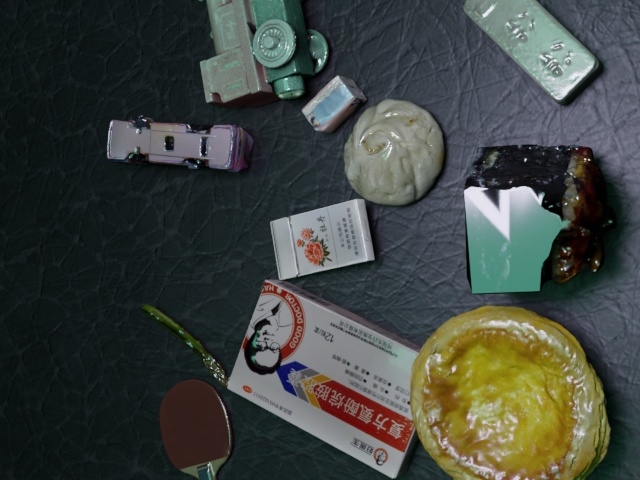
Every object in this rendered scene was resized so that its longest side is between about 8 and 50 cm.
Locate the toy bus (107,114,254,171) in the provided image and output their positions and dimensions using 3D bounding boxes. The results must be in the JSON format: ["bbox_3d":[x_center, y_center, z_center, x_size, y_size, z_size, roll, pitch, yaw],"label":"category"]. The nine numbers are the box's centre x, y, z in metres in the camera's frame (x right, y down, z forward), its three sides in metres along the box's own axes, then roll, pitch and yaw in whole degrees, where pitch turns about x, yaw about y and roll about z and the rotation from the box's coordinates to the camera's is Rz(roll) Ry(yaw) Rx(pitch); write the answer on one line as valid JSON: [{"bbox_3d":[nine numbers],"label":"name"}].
[{"bbox_3d":[-0.257,-0.176,1.768,0.274,0.112,0.090,7,91,26],"label":"toy bus"}]

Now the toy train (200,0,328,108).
[{"bbox_3d":[-0.116,-0.386,1.694,0.221,0.150,0.304,-12,85,31],"label":"toy train"}]

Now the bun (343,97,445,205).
[{"bbox_3d":[0.117,-0.147,1.595,0.183,0.102,0.183,0,91,24],"label":"bun"}]

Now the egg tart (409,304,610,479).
[{"bbox_3d":[0.297,0.251,1.485,0.319,0.128,0.319,0,90,26],"label":"egg tart"}]

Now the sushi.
[{"bbox_3d":[0.328,-0.042,1.425,0.212,0.227,0.215,-5,92,19],"label":"sushi"}]

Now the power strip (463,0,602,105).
[{"bbox_3d":[0.320,-0.343,1.531,0.093,0.053,0.288,-47,72,18],"label":"power strip"}]

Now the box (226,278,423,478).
[{"bbox_3d":[0.024,0.231,1.652,0.353,0.069,0.214,24,99,26],"label":"box"}]

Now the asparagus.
[{"bbox_3d":[-0.252,0.191,1.803,0.236,0.027,0.034,39,109,21],"label":"asparagus"}]

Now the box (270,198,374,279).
[{"bbox_3d":[0.000,0.001,1.665,0.198,0.029,0.109,-14,83,37],"label":"box"}]

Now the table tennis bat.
[{"bbox_3d":[-0.222,0.396,1.788,0.154,0.021,0.274,-21,78,24],"label":"table tennis bat"}]

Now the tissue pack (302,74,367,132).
[{"bbox_3d":[0.023,-0.234,1.658,0.094,0.074,0.059,-42,75,22],"label":"tissue pack"}]
